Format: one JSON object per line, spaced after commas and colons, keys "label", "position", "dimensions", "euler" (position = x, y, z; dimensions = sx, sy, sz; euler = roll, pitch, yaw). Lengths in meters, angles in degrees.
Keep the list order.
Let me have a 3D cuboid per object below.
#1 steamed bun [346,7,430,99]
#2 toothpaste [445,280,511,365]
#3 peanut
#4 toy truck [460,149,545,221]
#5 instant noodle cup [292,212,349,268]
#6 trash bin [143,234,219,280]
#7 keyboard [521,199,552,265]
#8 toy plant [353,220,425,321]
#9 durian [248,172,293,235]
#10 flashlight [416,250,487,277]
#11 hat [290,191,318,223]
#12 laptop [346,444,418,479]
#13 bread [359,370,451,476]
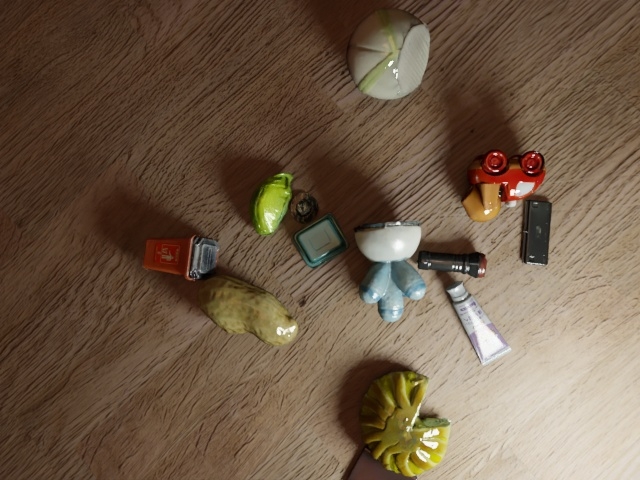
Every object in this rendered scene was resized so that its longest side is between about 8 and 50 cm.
{"label": "steamed bun", "position": [0.208, -0.653, 1.491], "dimensions": [0.308, 0.309, 0.310], "euler": [-1, 85, 6]}
{"label": "toothpaste", "position": [0.539, 0.283, 1.471], "dimensions": [0.113, 0.073, 0.299], "euler": [-31, 90, 3]}
{"label": "peanut", "position": [-0.261, 0.253, 1.502], "dimensions": [0.386, 0.169, 0.193], "euler": [23, 100, 7]}
{"label": "toy truck", "position": [0.618, -0.181, 1.450], "dimensions": [0.264, 0.189, 0.240], "euler": [1, 95, 6]}
{"label": "instant noodle cup", "position": [0.000, 0.000, 1.550], "dimensions": [0.179, 0.070, 0.157], "euler": [-31, 84, 1]}
{"label": "trash bin", "position": [-0.504, 0.059, 1.555], "dimensions": [0.238, 0.184, 0.162], "euler": [4, 85, 17]}
{"label": "keyboard", "position": [0.758, -0.028, 1.494], "dimensions": [0.093, 0.025, 0.231], "euler": [7, 85, 5]}
{"label": "toy plant", "position": [0.235, 0.109, 1.441], "dimensions": [0.246, 0.247, 0.333], "euler": [-4, 86, 6]}
{"label": "durian", "position": [-0.189, -0.141, 1.570], "dimensions": [0.139, 0.101, 0.251], "euler": [16, 86, -28]}
{"label": "flashlight", "position": [0.456, 0.080, 1.491], "dimensions": [0.231, 0.093, 0.093], "euler": [4, 85, 11]}
{"label": "hat", "position": [-0.064, -0.125, 1.576], "dimensions": [0.121, 0.050, 0.121], "euler": [-1, 82, 8]}
{"label": "laptop", "position": [0.211, 0.827, 1.472], "dimensions": [0.207, 0.026, 0.154], "euler": [29, 90, 9]}
{"label": "bread", "position": [0.276, 0.614, 1.417], "dimensions": [0.332, 0.160, 0.334], "euler": [-1, 84, 8]}
